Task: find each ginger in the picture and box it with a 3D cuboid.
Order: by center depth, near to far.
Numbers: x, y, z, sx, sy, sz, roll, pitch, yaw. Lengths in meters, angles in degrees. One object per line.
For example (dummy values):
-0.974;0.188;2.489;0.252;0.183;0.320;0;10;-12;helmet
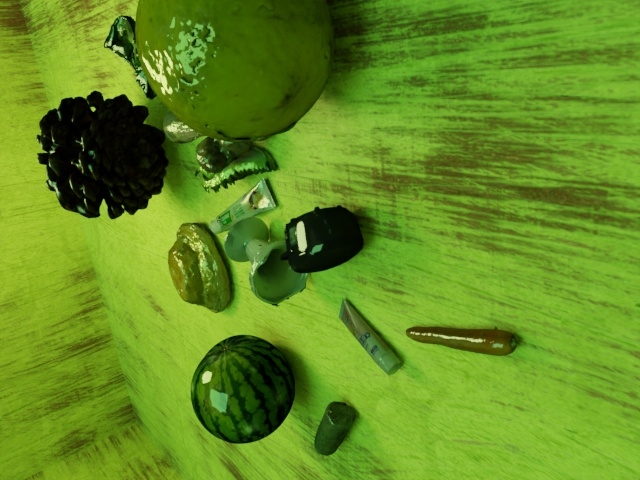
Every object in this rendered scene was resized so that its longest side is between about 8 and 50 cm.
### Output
-0.198;-0.230;1.202;0.204;0.080;0.104;-32;51;15;ginger

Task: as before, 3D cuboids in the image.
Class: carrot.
0.239;0.173;0.922;0.248;0.043;0.043;-8;101;57;carrot

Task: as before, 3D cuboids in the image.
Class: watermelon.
-0.212;0.408;1.432;0.285;0.285;0.285;28;129;43;watermelon

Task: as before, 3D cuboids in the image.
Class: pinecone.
-0.685;-0.265;1.602;0.398;0.398;0.397;28;129;43;pinecone

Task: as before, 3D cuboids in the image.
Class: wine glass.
-0.137;0.040;1.255;0.196;0.165;0.164;36;133;42;wine glass

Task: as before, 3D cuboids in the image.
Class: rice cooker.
0.000;0.001;1.067;0.203;0.142;0.118;-25;75;54;rice cooker

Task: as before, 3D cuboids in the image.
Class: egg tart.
-0.409;0.098;1.671;0.319;0.128;0.318;32;133;43;egg tart

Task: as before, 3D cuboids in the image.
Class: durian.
-0.252;-0.191;1.335;0.375;0.107;0.132;8;108;47;durian

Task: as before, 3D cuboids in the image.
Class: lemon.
-0.153;-0.360;0.919;0.387;0.350;0.349;54;142;26;lemon

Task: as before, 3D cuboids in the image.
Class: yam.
0.033;0.478;1.320;0.078;0.078;0.179;45;140;30;yam

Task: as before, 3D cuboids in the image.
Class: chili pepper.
-0.522;-0.533;1.529;0.264;0.116;0.148;56;131;17;chili pepper

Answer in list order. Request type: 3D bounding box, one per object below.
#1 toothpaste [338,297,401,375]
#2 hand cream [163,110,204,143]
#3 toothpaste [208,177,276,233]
0.099;0.208;1.128;0.194;0.043;0.067;46;142;38;toothpaste
-0.283;-0.261;1.191;0.203;0.084;0.083;15;119;49;hand cream
-0.212;-0.077;1.391;0.058;0.056;0.314;31;149;-24;toothpaste
